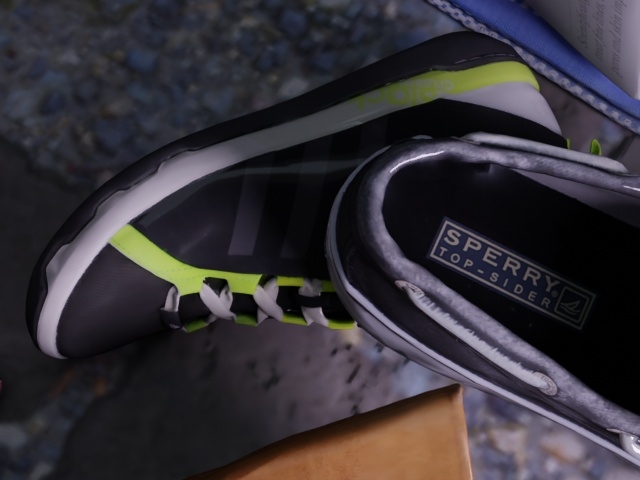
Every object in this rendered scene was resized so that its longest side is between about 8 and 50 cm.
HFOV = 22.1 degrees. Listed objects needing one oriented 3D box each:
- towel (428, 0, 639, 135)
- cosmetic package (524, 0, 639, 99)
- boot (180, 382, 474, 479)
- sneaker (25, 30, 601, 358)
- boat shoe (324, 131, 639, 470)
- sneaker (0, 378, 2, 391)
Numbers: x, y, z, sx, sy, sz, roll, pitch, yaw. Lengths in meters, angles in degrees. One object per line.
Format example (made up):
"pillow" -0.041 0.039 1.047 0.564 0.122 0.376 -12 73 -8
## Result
"towel" 0.197 -0.201 0.726 0.243 0.040 0.336 35 75 18
"cosmetic package" 0.137 -0.187 0.634 0.184 0.151 0.151 -41 68 -7
"boot" -0.084 0.094 0.566 0.280 0.096 0.264 -13 88 1
"sneaker" 0.000 0.000 0.639 0.235 0.084 0.097 -27 69 -6
"boat shoe" 0.147 0.039 0.568 0.301 0.102 0.108 25 81 -2
"sneaker" -0.172 0.085 0.646 0.057 0.047 0.119 35 76 6
